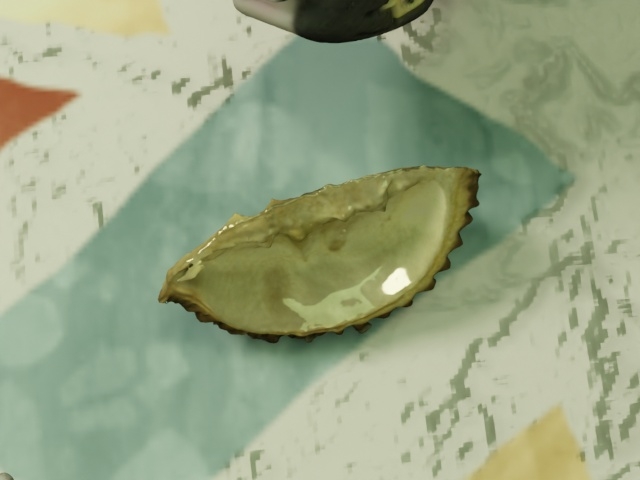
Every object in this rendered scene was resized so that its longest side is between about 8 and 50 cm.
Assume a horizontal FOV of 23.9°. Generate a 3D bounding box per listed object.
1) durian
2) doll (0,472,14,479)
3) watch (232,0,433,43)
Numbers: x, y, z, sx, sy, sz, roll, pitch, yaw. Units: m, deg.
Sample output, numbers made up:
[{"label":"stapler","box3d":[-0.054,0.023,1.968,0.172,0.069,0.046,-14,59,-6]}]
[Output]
[{"label":"durian","box3d":[0.004,0.008,0.571,0.130,0.066,0.052,-21,77,-5]},{"label":"doll","box3d":[-0.100,0.162,0.493,0.160,0.059,0.161,-26,78,4]},{"label":"watch","box3d":[-0.009,-0.213,0.576,0.231,0.196,0.244,38,75,10]}]
